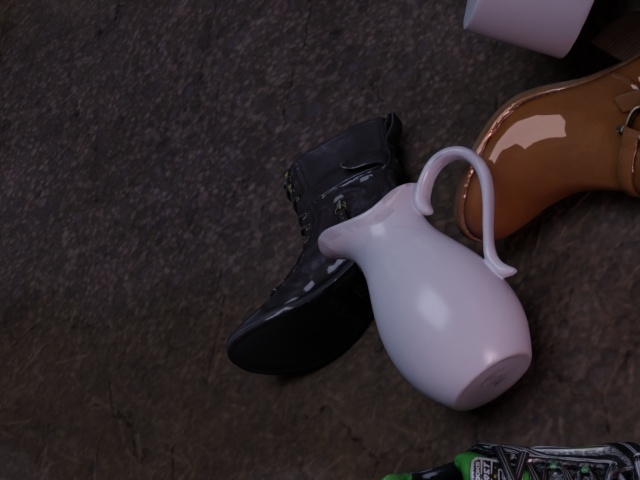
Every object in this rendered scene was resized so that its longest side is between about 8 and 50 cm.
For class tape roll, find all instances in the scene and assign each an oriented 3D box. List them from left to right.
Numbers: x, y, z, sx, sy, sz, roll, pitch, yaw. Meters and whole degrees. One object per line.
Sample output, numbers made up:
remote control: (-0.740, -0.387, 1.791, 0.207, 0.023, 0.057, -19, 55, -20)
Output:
tape roll: (0.219, -0.317, 1.528, 0.286, 0.100, 0.286, -163, 90, -90)

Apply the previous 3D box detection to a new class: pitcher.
pitcher: (0.118, 0.033, 1.500, 0.178, 0.125, 0.207, -44, 62, 19)

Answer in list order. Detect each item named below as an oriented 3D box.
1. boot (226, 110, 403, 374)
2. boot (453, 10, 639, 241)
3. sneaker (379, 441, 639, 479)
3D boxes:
boot: (0.000, 0.000, 1.711, 0.263, 0.091, 0.229, -32, 40, 9)
boot: (0.270, -0.067, 1.495, 0.283, 0.109, 0.220, -40, 41, -2)
sneaker: (0.188, 0.222, 1.307, 0.343, 0.146, 0.134, -19, 49, 32)
